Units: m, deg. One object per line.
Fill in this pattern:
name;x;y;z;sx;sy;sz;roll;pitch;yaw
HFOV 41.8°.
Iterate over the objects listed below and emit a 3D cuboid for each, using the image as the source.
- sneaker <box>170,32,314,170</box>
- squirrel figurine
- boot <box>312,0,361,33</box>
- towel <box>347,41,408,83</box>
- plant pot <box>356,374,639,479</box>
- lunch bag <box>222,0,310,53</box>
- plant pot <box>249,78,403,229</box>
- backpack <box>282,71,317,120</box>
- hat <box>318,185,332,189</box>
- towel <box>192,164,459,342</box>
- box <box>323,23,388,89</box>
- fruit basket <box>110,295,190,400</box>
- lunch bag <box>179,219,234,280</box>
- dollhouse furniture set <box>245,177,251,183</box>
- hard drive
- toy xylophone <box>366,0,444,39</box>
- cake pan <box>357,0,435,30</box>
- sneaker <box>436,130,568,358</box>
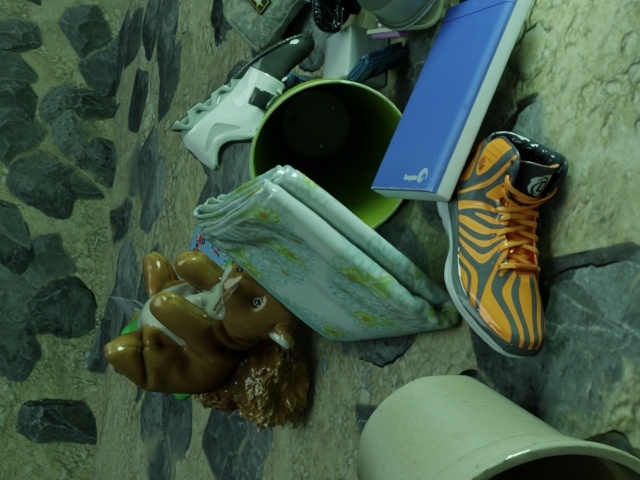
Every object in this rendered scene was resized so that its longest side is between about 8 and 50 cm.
sneaker;-0.121;-0.266;1.642;0.330;0.146;0.122;-38;-1;9
squirrel figurine;-0.156;0.184;1.651;0.370;0.397;0.281;-21;29;28
boot;0.054;-0.507;1.556;0.207;0.094;0.246;-87;18;-74
towel;0.101;-0.312;1.485;0.029;0.119;0.067;52;138;7
plant pot;0.183;0.312;0.964;0.305;0.334;0.333;-133;55;-69
lunch bag;-0.120;-0.609;1.937;0.235;0.169;0.287;-43;54;46
plant pot;0.004;-0.175;1.506;0.293;0.275;0.274;-108;34;-69
backpack;-0.086;-0.300;1.768;0.158;0.173;0.117;43;120;59
hat;0.000;0.000;1.649;0.183;0.173;0.208;79;-151;-67
towel;-0.007;0.040;1.337;0.090;0.374;0.320;-59;19;-21
box;0.065;-0.338;1.581;0.102;0.087;0.101;-9;74;61
fruit basket;-0.376;0.252;2.088;0.165;0.327;0.353;-43;14;-15
lunch bag;-0.191;0.093;1.930;0.293;0.138;0.221;35;112;48
dollhouse furniture set;-0.113;-0.032;1.754;0.151;0.144;0.123;-70;12;-18
hard drive;0.190;-0.213;1.248;0.318;0.040;0.210;-67;20;-4
toy xylophone;0.179;-0.498;1.417;0.236;0.081;0.322;1;84;62
cake pan;0.130;-0.490;1.347;0.293;0.054;0.293;-21;67;62
sneaker;0.249;-0.016;1.097;0.180;0.125;0.321;-54;38;44
